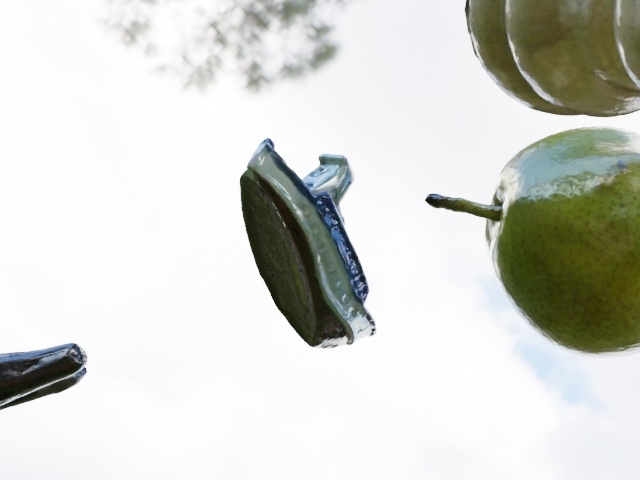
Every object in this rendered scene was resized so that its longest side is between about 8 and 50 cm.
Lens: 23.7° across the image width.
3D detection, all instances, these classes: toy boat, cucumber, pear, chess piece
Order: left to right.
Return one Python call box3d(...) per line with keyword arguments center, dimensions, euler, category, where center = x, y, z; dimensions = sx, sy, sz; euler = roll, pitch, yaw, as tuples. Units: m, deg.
box3d(center=(-0.182, 0.076, 0.754), dimensions=(0.033, 0.135, 0.034), euler=(98, -31, -62), category="cucumber")
box3d(center=(0.000, 0.000, 1.589), dimensions=(0.114, 0.115, 0.262), euler=(13, -52, 49), category="toy boat")
box3d(center=(0.185, -0.006, 1.118), dimensions=(0.216, 0.180, 0.166), euler=(14, -53, -8), category="pear")
box3d(center=(0.200, -0.128, 0.854), dimensions=(0.142, 0.143, 0.261), euler=(57, -13, -22), category="chess piece")
